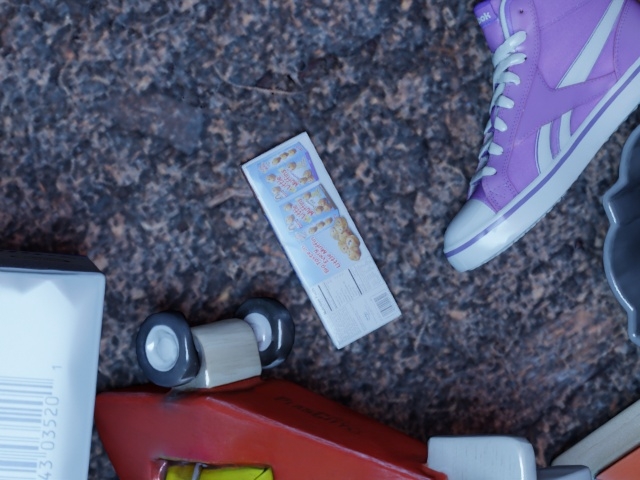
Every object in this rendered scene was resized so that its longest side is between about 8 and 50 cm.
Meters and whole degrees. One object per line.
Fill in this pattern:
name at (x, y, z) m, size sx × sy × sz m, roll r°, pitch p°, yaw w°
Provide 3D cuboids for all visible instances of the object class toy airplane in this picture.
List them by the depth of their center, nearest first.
toy airplane at (0.013, 0.227, 1.405) m, size 0.386 × 0.384 × 0.272 m, roll 10°, pitch 103°, yaw -10°

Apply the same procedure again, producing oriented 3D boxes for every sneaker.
sneaker at (0.163, -0.114, 1.558) m, size 0.161 × 0.102 × 0.282 m, roll 42°, pitch 75°, yaw -5°

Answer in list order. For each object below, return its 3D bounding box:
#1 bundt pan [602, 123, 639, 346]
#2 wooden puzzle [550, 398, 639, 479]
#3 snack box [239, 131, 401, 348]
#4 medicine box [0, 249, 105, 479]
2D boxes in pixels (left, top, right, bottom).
bundt pan at (0.406, -0.001, 1.517) m, size 0.124 × 0.331 × 0.331 m, roll -29°, pitch 99°, yaw -52°
wooden puzzle at (0.336, 0.221, 1.533) m, size 0.238 × 0.044 × 0.221 m, roll -41°, pitch 84°, yaw 32°
snack box at (0.000, 0.000, 1.567) m, size 0.064 × 0.022 × 0.178 m, roll -28°, pitch 96°, yaw -6°
medicine box at (-0.251, 0.142, 1.396) m, size 0.149 × 0.289 × 0.263 m, roll 5°, pitch 91°, yaw -10°
